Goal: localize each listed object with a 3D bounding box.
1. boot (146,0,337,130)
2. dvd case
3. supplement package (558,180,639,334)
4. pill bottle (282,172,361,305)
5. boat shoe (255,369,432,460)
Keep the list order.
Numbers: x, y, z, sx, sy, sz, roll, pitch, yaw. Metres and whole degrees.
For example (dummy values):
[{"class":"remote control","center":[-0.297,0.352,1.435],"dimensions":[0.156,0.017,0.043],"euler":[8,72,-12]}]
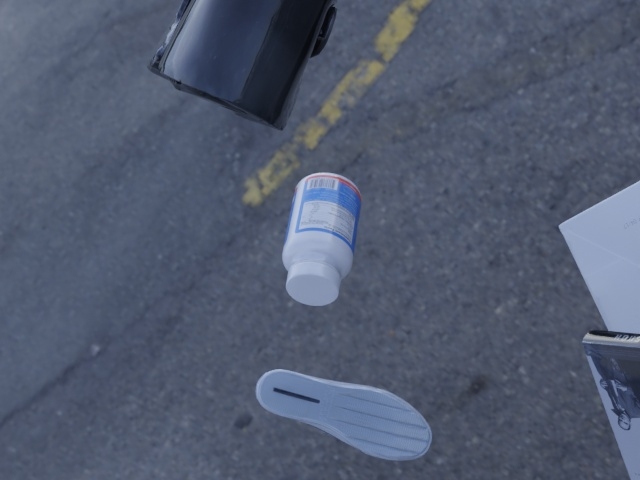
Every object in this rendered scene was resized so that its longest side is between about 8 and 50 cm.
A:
[{"class":"boot","center":[0.022,-0.290,0.780],"dimensions":[0.445,0.146,0.367],"euler":[-59,6,4]},{"class":"dvd case","center":[0.387,0.203,1.199],"dimensions":[0.179,0.238,0.029],"euler":[2,34,47]},{"class":"supplement package","center":[0.460,0.009,1.386],"dimensions":[0.262,0.145,0.204],"euler":[-36,75,54]},{"class":"pill bottle","center":[0.000,0.000,1.994],"dimensions":[0.124,0.124,0.221],"euler":[-24,41,36]},{"class":"boat shoe","center":[0.041,0.280,1.907],"dimensions":[0.094,0.302,0.109],"euler":[57,-127,-87]}]
